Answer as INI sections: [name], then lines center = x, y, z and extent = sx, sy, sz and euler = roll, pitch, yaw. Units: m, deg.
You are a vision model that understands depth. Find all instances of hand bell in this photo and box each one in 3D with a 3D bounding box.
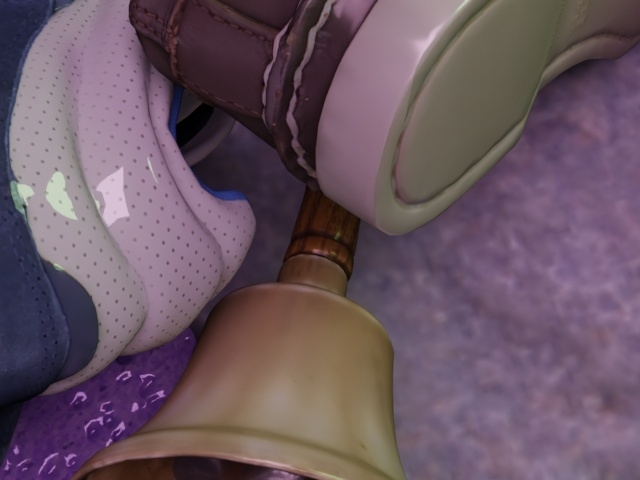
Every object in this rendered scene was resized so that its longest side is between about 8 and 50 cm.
[hand bell]
center = 0.000, 0.000, 0.463
extent = 0.126, 0.126, 0.242
euler = 11, 56, 1

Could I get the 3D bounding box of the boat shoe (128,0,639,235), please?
[boat shoe]
center = 0.069, -0.112, 0.439
extent = 0.096, 0.117, 0.324
euler = 30, 42, 21

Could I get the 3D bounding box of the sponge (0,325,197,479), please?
[sponge]
center = -0.116, 0.039, 0.491
extent = 0.117, 0.031, 0.210
euler = -29, 78, -9

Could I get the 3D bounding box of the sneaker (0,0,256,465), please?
[sneaker]
center = -0.152, -0.057, 0.448
extent = 0.236, 0.130, 0.323
euler = -10, 38, -23
